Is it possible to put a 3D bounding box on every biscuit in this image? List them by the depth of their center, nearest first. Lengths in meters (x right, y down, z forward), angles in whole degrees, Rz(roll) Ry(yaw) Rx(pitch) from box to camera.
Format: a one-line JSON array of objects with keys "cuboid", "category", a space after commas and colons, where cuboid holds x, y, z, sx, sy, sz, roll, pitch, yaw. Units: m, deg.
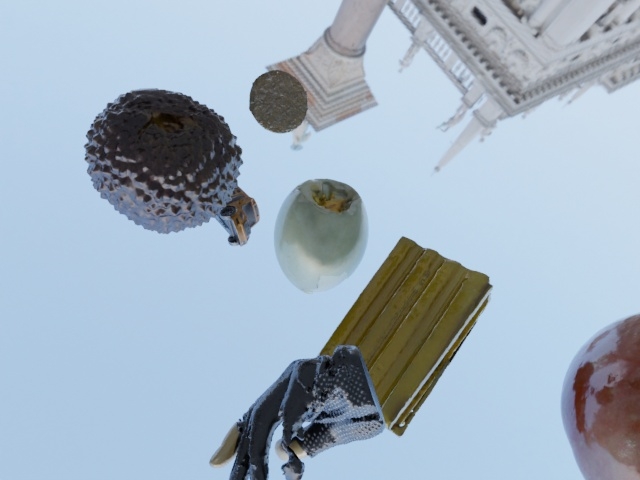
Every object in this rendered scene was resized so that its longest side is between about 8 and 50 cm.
[{"cuboid": [-0.077, -0.258, 1.032, 0.120, 0.015, 0.120, -2, -85, -23], "category": "biscuit"}]

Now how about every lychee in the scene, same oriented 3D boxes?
[{"cuboid": [-0.274, -0.129, 0.978, 0.268, 0.267, 0.267, 9, -120, -17], "category": "lychee"}]

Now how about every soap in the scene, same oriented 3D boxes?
[{"cuboid": [0.149, 0.170, 1.006, 0.204, 0.096, 0.324, 29, -104, 36], "category": "soap"}]

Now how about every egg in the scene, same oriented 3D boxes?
[{"cuboid": [0.000, 0.000, 1.624, 0.279, 0.335, 0.278, 7, -148, -4], "category": "egg"}]

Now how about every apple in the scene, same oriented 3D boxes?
[{"cuboid": [0.524, 0.268, 0.801, 0.349, 0.277, 0.348, 38, -149, -28], "category": "apple"}]

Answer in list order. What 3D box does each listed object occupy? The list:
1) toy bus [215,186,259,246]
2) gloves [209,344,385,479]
[{"cuboid": [-0.193, -0.071, 1.174, 0.088, 0.083, 0.194, -28, -136, -20], "category": "toy bus"}, {"cuboid": [-0.033, 0.178, 0.557, 0.181, 0.129, 0.106, -18, -98, 2], "category": "gloves"}]
